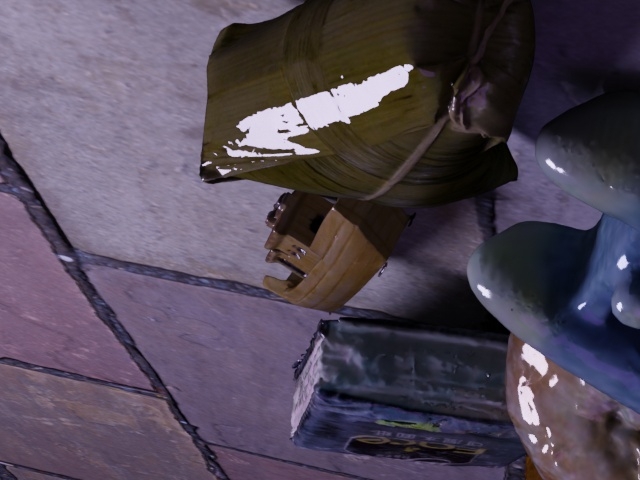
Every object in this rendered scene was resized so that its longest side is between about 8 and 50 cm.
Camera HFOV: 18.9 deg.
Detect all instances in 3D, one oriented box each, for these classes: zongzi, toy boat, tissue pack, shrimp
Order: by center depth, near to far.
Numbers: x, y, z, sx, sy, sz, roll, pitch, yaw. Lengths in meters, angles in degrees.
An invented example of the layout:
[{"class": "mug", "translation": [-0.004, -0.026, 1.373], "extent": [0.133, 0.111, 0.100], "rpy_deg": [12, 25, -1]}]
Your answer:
[{"class": "zongzi", "translation": [0.077, -0.064, 0.904], "extent": [0.204, 0.094, 0.205], "rpy_deg": [15, 161, -33]}, {"class": "toy boat", "translation": [0.237, 0.056, 0.966], "extent": [0.330, 0.123, 0.215], "rpy_deg": [24, 143, -2]}, {"class": "shrimp", "translation": [0.246, 0.140, 1.156], "extent": [0.317, 0.077, 0.168], "rpy_deg": [39, 121, 13]}, {"class": "toy boat", "translation": [0.000, 0.000, 1.169], "extent": [0.072, 0.064, 0.206], "rpy_deg": [33, 161, -4]}, {"class": "tissue pack", "translation": [0.070, 0.109, 1.335], "extent": [0.173, 0.073, 0.235], "rpy_deg": [7, 167, -4]}]

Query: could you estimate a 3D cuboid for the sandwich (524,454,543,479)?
[{"class": "sandwich", "translation": [0.296, 0.160, 1.335], "extent": [0.251, 0.087, 0.226], "rpy_deg": [18, 162, -13]}]
